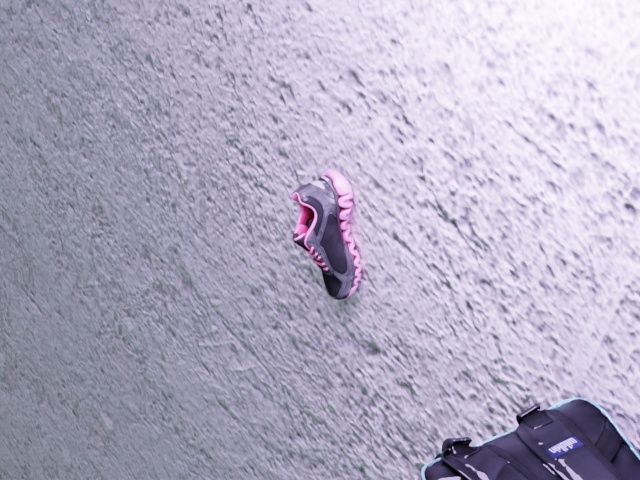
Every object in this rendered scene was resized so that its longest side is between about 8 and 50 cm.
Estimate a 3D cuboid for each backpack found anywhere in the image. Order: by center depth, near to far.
[{"bbox_3d":[0.173,0.221,1.118,0.188,0.166,0.144,40,141,52],"label":"backpack"}]

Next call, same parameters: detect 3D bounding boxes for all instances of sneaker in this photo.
[{"bbox_3d":[0.000,0.000,1.390,0.047,0.057,0.119,22,127,51],"label":"sneaker"}]
